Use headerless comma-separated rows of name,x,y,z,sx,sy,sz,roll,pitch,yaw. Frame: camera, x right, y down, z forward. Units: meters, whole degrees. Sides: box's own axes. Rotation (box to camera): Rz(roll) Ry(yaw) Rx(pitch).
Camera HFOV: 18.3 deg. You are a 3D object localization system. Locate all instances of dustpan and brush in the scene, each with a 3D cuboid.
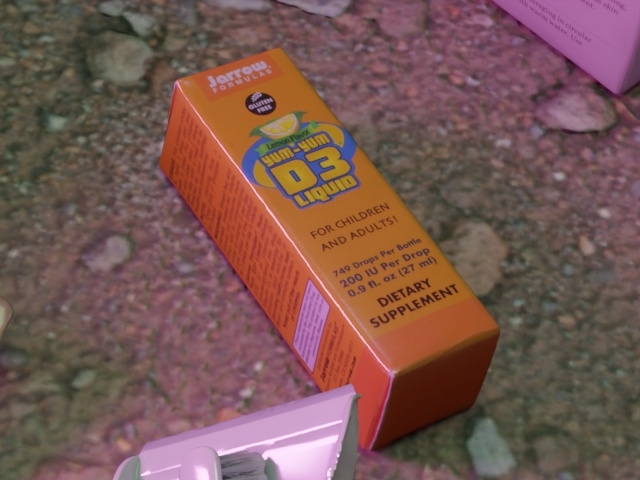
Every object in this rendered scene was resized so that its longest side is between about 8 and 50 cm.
dustpan and brush,-0.053,0.170,0.949,0.147,0.060,0.211,-18,57,29

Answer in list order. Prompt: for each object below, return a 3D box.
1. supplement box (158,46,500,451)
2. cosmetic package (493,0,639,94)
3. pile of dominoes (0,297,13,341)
supplement box,0.000,0.000,1.111,0.078,0.080,0.233,-22,56,-26
cosmetic package,0.190,-0.290,1.183,0.155,0.365,0.197,-35,65,-30
pile of dominoes,-0.302,0.060,0.985,0.251,0.040,0.196,24,66,-7
